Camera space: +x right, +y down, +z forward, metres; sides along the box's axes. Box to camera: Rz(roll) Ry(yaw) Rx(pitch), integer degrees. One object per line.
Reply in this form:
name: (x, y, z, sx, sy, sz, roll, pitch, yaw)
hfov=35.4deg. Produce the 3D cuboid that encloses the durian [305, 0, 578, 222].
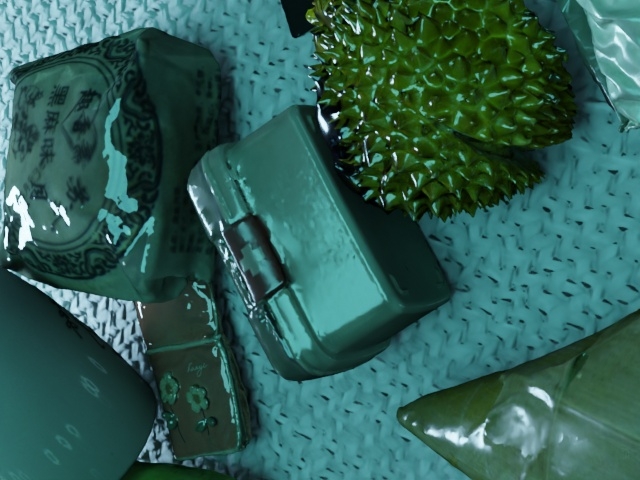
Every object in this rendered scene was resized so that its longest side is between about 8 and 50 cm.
durian: (0.054, -0.109, 0.735, 0.237, 0.138, 0.193, 30, 158, 37)

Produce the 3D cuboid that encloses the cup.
cup: (-0.331, 0.138, 1.031, 0.258, 0.186, 0.234, 6, 141, 50)

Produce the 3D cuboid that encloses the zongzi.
zongzi: (0.236, 0.060, 0.638, 0.393, 0.174, 0.356, 28, 110, 38)

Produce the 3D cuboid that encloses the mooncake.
mooncake: (-0.215, -0.071, 0.970, 0.250, 0.136, 0.254, 1, 88, 40)

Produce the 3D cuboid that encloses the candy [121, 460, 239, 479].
candy: (-0.202, 0.303, 1.038, 0.344, 0.142, 0.132, -3, 135, 40)

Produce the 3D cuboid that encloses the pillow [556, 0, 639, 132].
pillow: (0.234, -0.243, 0.584, 0.310, 0.138, 0.283, -42, 68, 24)

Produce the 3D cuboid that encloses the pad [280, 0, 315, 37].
pad: (-0.001, -0.351, 0.853, 0.202, 0.005, 0.299, -24, 83, 39)

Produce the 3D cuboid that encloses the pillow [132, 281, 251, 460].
pillow: (-0.137, 0.106, 1.017, 0.126, 0.043, 0.232, -19, 85, 40)

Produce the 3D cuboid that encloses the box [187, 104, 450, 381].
box: (0.000, 0.000, 0.828, 0.129, 0.148, 0.210, -33, 77, 26)
